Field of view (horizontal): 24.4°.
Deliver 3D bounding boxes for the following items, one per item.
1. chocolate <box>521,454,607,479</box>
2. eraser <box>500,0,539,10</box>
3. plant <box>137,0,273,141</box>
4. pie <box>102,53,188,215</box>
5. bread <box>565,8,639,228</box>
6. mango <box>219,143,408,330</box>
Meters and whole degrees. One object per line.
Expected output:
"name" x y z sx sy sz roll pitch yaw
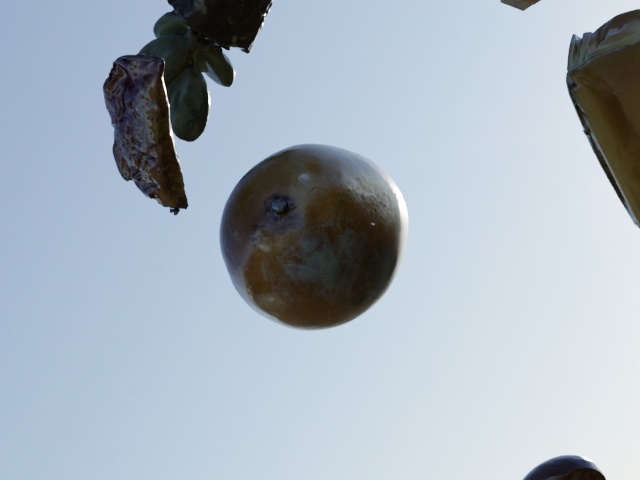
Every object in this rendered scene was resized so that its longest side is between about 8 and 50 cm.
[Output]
"chocolate" 0.323 0.348 1.960 0.133 0.127 0.124 -46 -43 4
"eraser" 0.246 -0.292 1.699 0.038 0.019 0.083 12 -24 -29
"plant" -0.165 -0.274 1.974 0.149 0.146 0.275 14 -71 -39
"pie" -0.156 -0.097 1.298 0.034 0.092 0.170 -38 -44 -35
"bread" 0.353 -0.120 1.512 0.136 0.241 0.107 -16 30 33
"mango" 0.000 0.000 1.751 0.384 0.198 0.222 39 -112 -77
